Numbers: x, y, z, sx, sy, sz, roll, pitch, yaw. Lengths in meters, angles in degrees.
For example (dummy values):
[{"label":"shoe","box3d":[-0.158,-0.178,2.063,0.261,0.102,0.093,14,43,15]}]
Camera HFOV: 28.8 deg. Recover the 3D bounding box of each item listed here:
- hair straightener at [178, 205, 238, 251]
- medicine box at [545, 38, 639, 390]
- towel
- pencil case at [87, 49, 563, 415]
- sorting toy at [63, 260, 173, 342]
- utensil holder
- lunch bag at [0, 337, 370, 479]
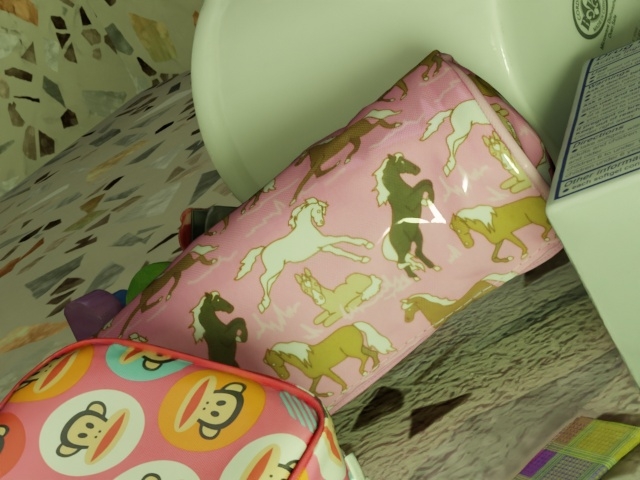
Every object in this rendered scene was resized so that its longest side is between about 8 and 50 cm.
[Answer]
[{"label":"hair straightener","box3d":[0.000,0.000,1.053,0.230,0.047,0.089,8,-6,-34]},{"label":"medicine box","box3d":[0.311,-0.064,0.821,0.263,0.149,0.289,-21,18,26]},{"label":"towel","box3d":[0.152,0.135,0.749,0.083,0.009,0.060,-38,19,-23]},{"label":"pencil case","box3d":[0.004,0.034,0.908,0.386,0.167,0.160,-40,33,11]},{"label":"sorting toy","box3d":[-0.077,0.060,1.149,0.365,0.127,0.126,-5,17,41]},{"label":"utensil holder","box3d":[0.116,-0.177,1.177,0.385,0.328,0.327,-7,28,50]},{"label":"lunch bag","box3d":[-0.107,0.196,0.685,0.258,0.120,0.293,8,48,32]}]
